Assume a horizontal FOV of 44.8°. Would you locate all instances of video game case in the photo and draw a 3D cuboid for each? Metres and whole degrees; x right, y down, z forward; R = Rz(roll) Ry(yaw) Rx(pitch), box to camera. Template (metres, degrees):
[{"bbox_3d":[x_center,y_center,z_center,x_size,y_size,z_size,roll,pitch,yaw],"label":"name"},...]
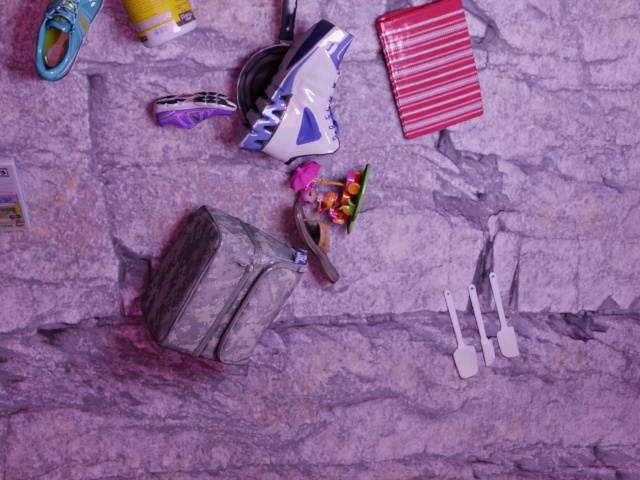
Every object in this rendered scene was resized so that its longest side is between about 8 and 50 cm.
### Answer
[{"bbox_3d":[-0.697,-0.085,1.532,0.212,0.023,0.193,-4,140,-11],"label":"video game case"}]

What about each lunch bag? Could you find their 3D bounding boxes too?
[{"bbox_3d":[-0.195,0.106,1.658,0.256,0.212,0.305,26,100,-34],"label":"lunch bag"}]

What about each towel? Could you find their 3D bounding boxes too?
[{"bbox_3d":[0.242,-0.377,1.694,0.199,0.031,0.275,-20,111,-8],"label":"towel"}]

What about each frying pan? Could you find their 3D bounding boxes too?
[{"bbox_3d":[-0.098,-0.370,1.610,0.197,0.053,0.326,-20,109,-6],"label":"frying pan"}]

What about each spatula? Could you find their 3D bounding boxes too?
[{"bbox_3d":[0.390,0.209,1.903,0.168,0.019,0.242,-19,109,-5],"label":"spatula"}]

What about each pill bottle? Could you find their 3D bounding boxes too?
[{"bbox_3d":[-0.331,-0.490,1.492,0.117,0.117,0.215,-25,110,-4],"label":"pill bottle"}]

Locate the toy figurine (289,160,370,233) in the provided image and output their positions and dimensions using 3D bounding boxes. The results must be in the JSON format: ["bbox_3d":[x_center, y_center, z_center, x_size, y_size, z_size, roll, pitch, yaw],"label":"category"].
[{"bbox_3d":[0.010,-0.107,1.699,0.159,0.130,0.173,15,128,-2],"label":"toy figurine"}]

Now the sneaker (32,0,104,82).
[{"bbox_3d":[-0.479,-0.431,1.483,0.107,0.110,0.275,16,101,-16],"label":"sneaker"}]

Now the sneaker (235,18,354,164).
[{"bbox_3d":[-0.016,-0.279,1.583,0.182,0.127,0.315,31,106,-25],"label":"sneaker"}]

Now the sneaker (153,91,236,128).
[{"bbox_3d":[-0.258,-0.266,1.613,0.170,0.068,0.071,-4,122,-2],"label":"sneaker"}]

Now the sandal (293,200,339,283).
[{"bbox_3d":[0.000,0.000,1.719,0.060,0.090,0.219,-26,113,8],"label":"sandal"}]
